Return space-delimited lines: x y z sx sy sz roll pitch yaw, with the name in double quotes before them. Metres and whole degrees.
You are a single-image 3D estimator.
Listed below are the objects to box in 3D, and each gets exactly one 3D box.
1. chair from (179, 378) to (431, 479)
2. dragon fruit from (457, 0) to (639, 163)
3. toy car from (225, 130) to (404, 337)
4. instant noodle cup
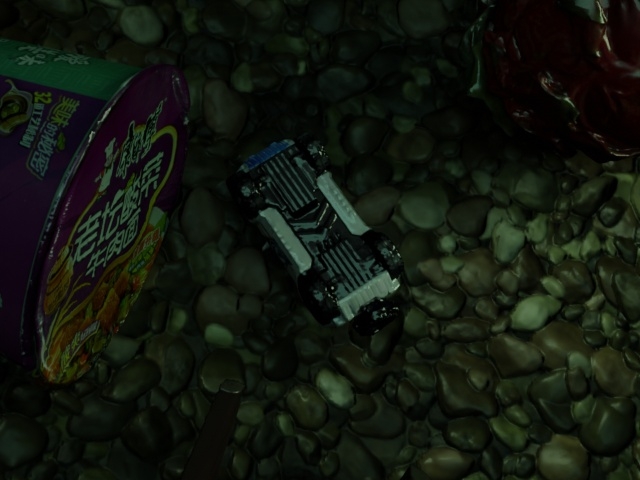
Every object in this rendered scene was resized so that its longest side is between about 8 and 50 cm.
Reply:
"chair" -0.072 0.298 0.903 0.176 0.183 0.326 27 118 1
"dragon fruit" 0.247 -0.184 1.002 0.299 0.244 0.244 -34 80 -34
"toy car" 0.000 0.000 1.013 0.080 0.070 0.170 -33 79 -14
"instant noodle cup" -0.232 -0.040 0.922 0.190 0.251 0.251 20 73 9
